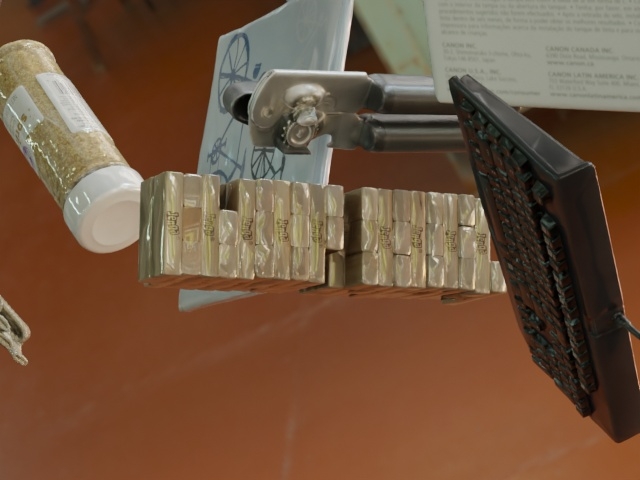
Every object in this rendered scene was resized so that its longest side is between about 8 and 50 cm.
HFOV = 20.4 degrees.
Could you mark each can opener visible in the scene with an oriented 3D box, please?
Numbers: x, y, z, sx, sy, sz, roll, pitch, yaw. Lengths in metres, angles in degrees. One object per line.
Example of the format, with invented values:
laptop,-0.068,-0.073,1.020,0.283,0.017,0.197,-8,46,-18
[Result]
can opener,0.048,-0.127,1.634,0.283,0.076,0.095,-2,28,-31

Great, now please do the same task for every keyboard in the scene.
keyboard,0.167,0.042,1.117,0.033,0.317,0.201,-40,54,-12

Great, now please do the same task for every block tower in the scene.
block tower,0.000,0.000,1.577,0.335,0.097,0.091,5,-10,-27

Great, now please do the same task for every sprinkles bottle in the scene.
sprinkles bottle,-0.358,-0.136,2.495,0.121,0.121,0.355,-34,53,-6

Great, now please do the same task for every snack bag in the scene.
snack bag,-0.052,-0.095,1.805,0.342,0.037,0.323,-15,64,64

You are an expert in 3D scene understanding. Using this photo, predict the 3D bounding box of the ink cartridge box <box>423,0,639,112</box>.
ink cartridge box,0.222,-0.290,1.382,0.308,0.385,0.091,6,26,30

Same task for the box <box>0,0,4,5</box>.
box,-0.303,-0.377,1.510,0.381,0.191,0.143,-82,13,-49

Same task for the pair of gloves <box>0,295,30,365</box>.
pair of gloves,-0.406,0.025,1.931,0.042,0.240,0.204,-41,27,-10
